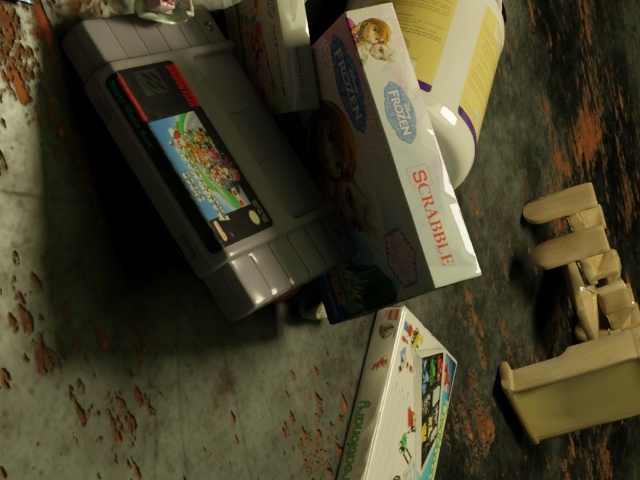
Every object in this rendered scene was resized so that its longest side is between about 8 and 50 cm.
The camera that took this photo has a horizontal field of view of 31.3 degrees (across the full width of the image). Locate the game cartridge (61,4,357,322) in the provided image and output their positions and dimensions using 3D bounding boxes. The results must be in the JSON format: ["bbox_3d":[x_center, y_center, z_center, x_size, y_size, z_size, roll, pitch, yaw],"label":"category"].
[{"bbox_3d":[-0.116,-0.098,1.268,0.355,0.068,0.230,58,30,4],"label":"game cartridge"}]

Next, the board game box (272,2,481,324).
[{"bbox_3d":[0.045,-0.075,1.365,0.066,0.318,0.318,-16,84,-23],"label":"board game box"}]

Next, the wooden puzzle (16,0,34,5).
[{"bbox_3d":[-0.321,-0.296,1.141,0.078,0.014,0.116,-8,93,-53],"label":"wooden puzzle"}]

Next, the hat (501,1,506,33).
[{"bbox_3d":[0.349,-0.428,1.975,0.183,0.173,0.208,52,8,-18],"label":"hat"}]

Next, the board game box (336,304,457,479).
[{"bbox_3d":[0.120,0.276,1.724,0.193,0.053,0.305,46,49,-44],"label":"board game box"}]

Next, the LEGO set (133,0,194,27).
[{"bbox_3d":[-0.173,-0.381,1.257,0.132,0.107,0.287,-13,85,-66],"label":"LEGO set"}]

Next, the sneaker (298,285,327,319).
[{"bbox_3d":[0.000,0.000,1.541,0.115,0.090,0.232,-15,99,-53],"label":"sneaker"}]

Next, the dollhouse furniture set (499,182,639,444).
[{"bbox_3d":[0.483,0.167,2.221,0.394,0.256,0.362,-88,155,-50],"label":"dollhouse furniture set"}]

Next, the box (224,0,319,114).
[{"bbox_3d":[-0.062,-0.224,1.389,0.038,0.186,0.145,-12,98,-23],"label":"box"}]

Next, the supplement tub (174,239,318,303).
[{"bbox_3d":[-0.082,0.014,1.393,0.198,0.106,0.106,35,58,-51],"label":"supplement tub"}]

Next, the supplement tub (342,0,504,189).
[{"bbox_3d":[0.129,-0.246,1.627,0.241,0.241,0.331,51,46,-42],"label":"supplement tub"}]
